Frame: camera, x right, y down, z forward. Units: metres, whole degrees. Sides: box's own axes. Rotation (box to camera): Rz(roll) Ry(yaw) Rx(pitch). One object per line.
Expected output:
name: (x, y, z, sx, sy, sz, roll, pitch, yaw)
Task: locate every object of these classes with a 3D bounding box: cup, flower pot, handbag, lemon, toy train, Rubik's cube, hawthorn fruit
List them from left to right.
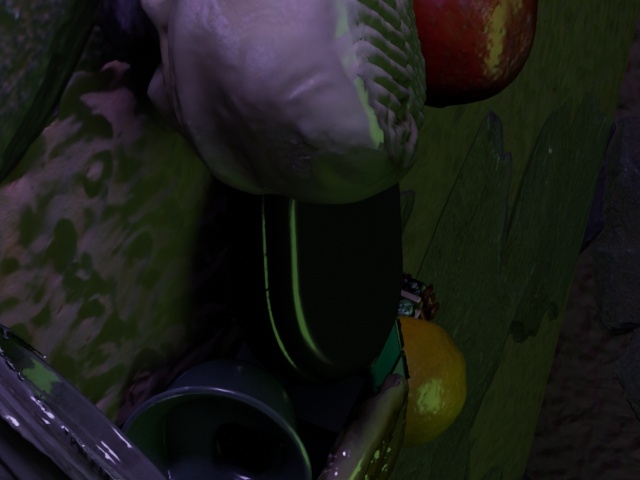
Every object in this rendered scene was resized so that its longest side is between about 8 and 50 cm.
flower pot: (-0.217, 0.183, 1.023, 0.140, 0.235, 0.235, -44, 155, -8)
cup: (-0.096, 0.196, 1.411, 0.150, 0.199, 0.199, -73, 172, -61)
Rubik's cube: (-0.006, 0.174, 1.609, 0.183, 0.167, 0.180, 76, 36, -59)
handbag: (-0.001, 0.000, 1.449, 0.253, 0.093, 0.308, -9, 98, -56)
lemon: (0.114, 0.199, 1.928, 0.256, 0.188, 0.188, -5, 113, -65)
toy train: (0.144, 0.110, 2.136, 0.087, 0.050, 0.138, -61, 158, -17)
hawthorn fruit: (0.156, -0.280, 1.602, 0.215, 0.215, 0.250, -41, 137, -55)

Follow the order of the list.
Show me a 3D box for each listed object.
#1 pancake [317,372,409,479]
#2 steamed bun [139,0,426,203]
pancake: (0.036, 0.267, 1.459, 0.282, 0.049, 0.283, 19, 90, -78)
steamed bun: (-0.041, -0.191, 1.129, 0.310, 0.219, 0.324, -63, 139, -66)
